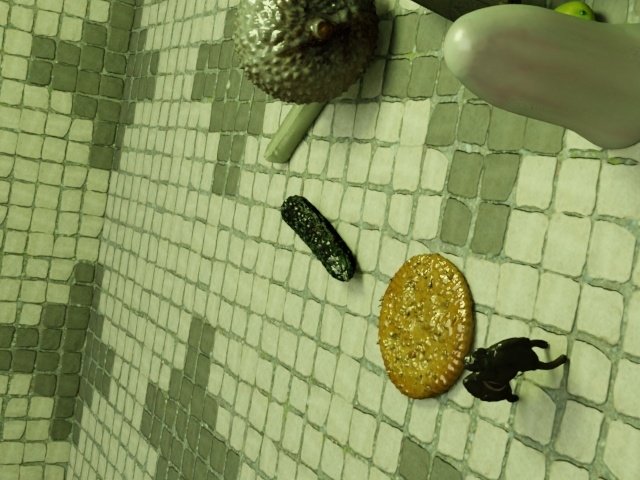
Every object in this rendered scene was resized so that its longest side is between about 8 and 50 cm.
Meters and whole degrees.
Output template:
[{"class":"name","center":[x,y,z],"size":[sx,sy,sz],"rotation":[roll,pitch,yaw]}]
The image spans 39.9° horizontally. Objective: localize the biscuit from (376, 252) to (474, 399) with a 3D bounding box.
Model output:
[{"class":"biscuit","center":[0.171,0.145,1.496],"size":[0.254,0.035,0.253],"rotation":[-19,67,56]}]

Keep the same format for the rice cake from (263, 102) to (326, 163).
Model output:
[{"class":"rice cake","center":[-0.047,-0.263,1.931],"size":[0.256,0.057,0.052],"rotation":[-52,25,41]}]

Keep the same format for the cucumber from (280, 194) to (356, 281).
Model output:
[{"class":"cucumber","center":[0.002,0.000,1.777],"size":[0.300,0.072,0.072],"rotation":[50,126,48]}]

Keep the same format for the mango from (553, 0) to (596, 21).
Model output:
[{"class":"mango","center":[0.351,-0.303,1.269],"size":[0.108,0.056,0.073],"rotation":[-18,60,61]}]

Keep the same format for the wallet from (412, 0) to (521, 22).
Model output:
[{"class":"wallet","center":[0.176,-0.417,1.383],"size":[0.321,0.170,0.044],"rotation":[34,73,26]}]

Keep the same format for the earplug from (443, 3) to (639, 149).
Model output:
[{"class":"earplug","center":[0.286,-0.224,1.120],"size":[0.172,0.301,0.172],"rotation":[-17,70,56]}]

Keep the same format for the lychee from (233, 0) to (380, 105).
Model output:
[{"class":"lychee","center":[-0.037,-0.405,1.708],"size":[0.300,0.300,0.299],"rotation":[-19,68,57]}]

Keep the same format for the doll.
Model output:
[{"class":"doll","center":[0.253,0.177,1.231],"size":[0.139,0.165,0.057],"rotation":[-49,48,36]}]
